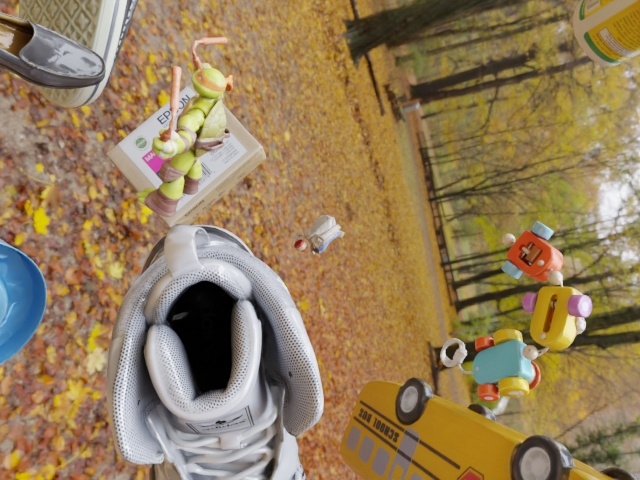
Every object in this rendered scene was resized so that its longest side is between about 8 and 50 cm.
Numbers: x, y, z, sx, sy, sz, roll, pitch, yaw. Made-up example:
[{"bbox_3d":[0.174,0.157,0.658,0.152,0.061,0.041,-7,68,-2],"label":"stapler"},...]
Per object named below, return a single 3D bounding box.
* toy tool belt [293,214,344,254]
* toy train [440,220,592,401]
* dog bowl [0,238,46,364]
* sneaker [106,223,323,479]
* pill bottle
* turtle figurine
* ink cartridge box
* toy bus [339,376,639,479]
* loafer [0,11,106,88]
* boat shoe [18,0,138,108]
[{"bbox_3d":[0.000,0.000,0.901,0.051,0.083,0.052,52,-12,-28],"label":"toy tool belt"},{"bbox_3d":[0.189,0.071,0.500,0.046,0.166,0.125,26,12,-24],"label":"toy train"},{"bbox_3d":[-0.411,0.047,0.475,0.297,0.074,0.165,9,111,-50],"label":"dog bowl"},{"bbox_3d":[-0.073,0.160,0.393,0.210,0.138,0.365,154,-73,-78],"label":"sneaker"},{"bbox_3d":[0.473,-0.339,0.741,0.208,0.118,0.117,157,-77,-65],"label":"pill bottle"},{"bbox_3d":[-0.164,-0.148,0.711,0.269,0.087,0.217,-88,-157,-50],"label":"turtle figurine"},{"bbox_3d":[-0.256,-0.163,1.041,0.193,0.235,0.088,47,-5,5],"label":"ink cartridge box"},{"bbox_3d":[0.145,0.227,0.519,0.130,0.108,0.333,-66,-159,-8],"label":"toy bus"},{"bbox_3d":[-0.321,-0.212,0.593,0.170,0.061,0.062,3,81,-37],"label":"loafer"},{"bbox_3d":[-0.292,-0.429,0.758,0.156,0.187,0.499,7,93,-65],"label":"boat shoe"}]
